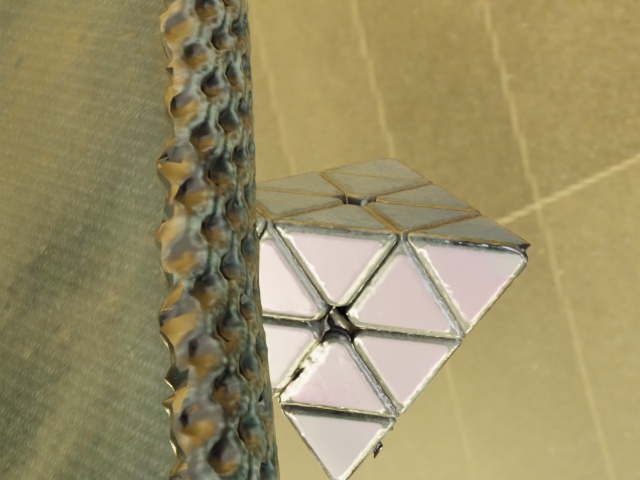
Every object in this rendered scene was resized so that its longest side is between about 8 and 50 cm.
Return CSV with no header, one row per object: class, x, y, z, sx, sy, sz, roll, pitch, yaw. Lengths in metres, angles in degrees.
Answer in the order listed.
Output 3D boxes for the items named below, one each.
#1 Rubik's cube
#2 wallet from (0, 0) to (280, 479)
Rubik's cube,0.000,0.000,0.900,0.190,0.178,0.211,-30,48,55
wallet,-0.089,0.035,0.508,0.237,0.075,0.342,-41,40,39
